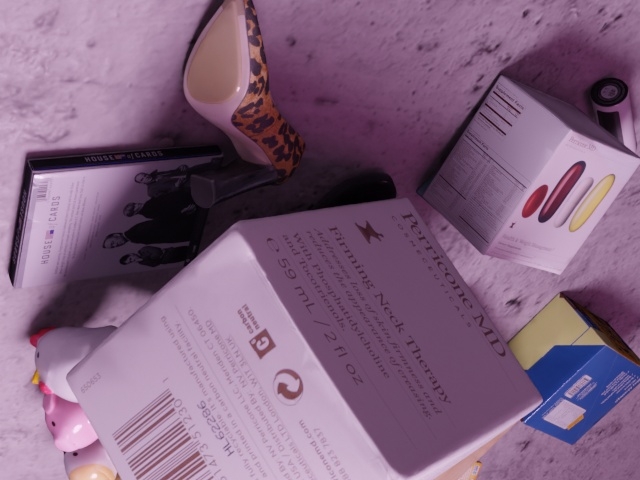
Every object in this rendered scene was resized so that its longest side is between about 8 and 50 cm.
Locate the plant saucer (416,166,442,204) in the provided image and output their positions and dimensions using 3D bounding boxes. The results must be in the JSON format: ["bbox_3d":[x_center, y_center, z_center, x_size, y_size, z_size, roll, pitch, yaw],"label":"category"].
[{"bbox_3d":[0.210,-0.051,1.786,0.067,0.018,0.192,-43,143,9],"label":"plant saucer"}]

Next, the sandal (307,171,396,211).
[{"bbox_3d":[0.000,0.001,1.650,0.254,0.054,0.097,-34,142,-2],"label":"sandal"}]

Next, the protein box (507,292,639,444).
[{"bbox_3d":[0.433,0.230,2.152,0.200,0.136,0.201,-46,141,13],"label":"protein box"}]

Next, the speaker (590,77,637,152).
[{"bbox_3d":[0.430,-0.175,1.791,0.055,0.055,0.136,-33,143,-3],"label":"speaker"}]

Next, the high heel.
[{"bbox_3d":[-0.069,-0.177,1.419,0.186,0.093,0.261,-26,134,-49],"label":"high heel"}]

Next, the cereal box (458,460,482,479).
[{"bbox_3d":[0.155,0.436,2.103,0.240,0.047,0.173,17,98,-39],"label":"cereal box"}]

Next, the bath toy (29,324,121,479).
[{"bbox_3d":[-0.301,0.228,1.614,0.151,0.129,0.348,-56,155,-30],"label":"bath toy"}]

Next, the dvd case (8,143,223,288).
[{"bbox_3d":[-0.243,-0.029,1.458,0.238,0.030,0.179,-7,134,-31],"label":"dvd case"}]

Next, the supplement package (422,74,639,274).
[{"bbox_3d":[0.293,-0.086,1.687,0.194,0.149,0.203,12,117,-45],"label":"supplement package"}]

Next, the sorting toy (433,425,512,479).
[{"bbox_3d":[0.170,0.269,1.961,0.257,0.089,0.255,-41,127,-16],"label":"sorting toy"}]

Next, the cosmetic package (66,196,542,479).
[{"bbox_3d":[-0.011,0.179,1.463,0.327,0.329,0.393,-40,165,28],"label":"cosmetic package"}]
